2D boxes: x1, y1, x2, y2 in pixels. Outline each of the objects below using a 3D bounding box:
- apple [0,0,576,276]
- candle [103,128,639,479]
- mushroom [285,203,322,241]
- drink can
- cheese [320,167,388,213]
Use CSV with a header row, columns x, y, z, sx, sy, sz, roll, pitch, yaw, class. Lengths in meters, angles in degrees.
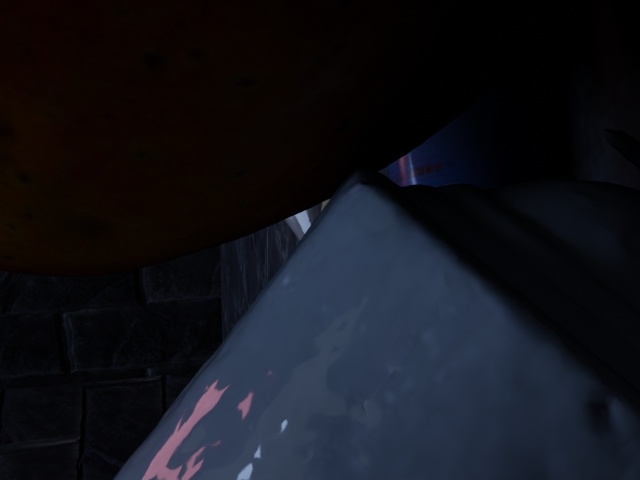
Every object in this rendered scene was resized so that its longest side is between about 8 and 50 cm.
x,y,z,sx,sy,sz,roll,pitch,yaw,class
-0.039,-0.149,0.445,0.365,0.329,0.295,-41,53,26,apple
0.039,0.105,0.413,0.342,0.221,0.221,-53,19,8,candle
0.002,-0.001,1.130,0.099,0.096,0.278,106,154,-67,mushroom
0.085,-0.036,0.616,0.097,0.097,0.235,137,127,-78,drink can
0.041,-0.038,0.940,0.163,0.071,0.248,-129,35,-72,cheese
